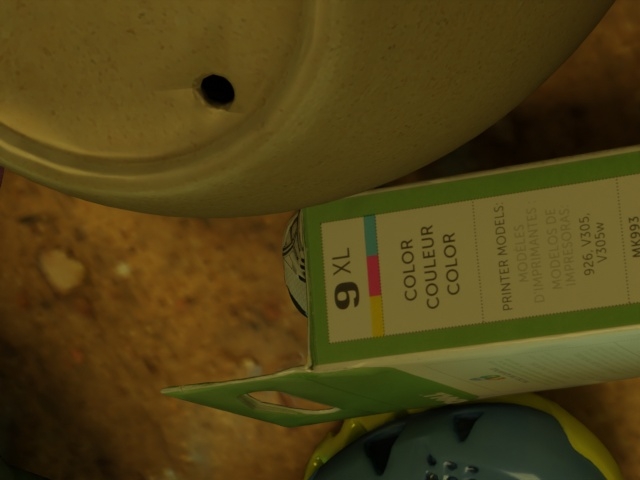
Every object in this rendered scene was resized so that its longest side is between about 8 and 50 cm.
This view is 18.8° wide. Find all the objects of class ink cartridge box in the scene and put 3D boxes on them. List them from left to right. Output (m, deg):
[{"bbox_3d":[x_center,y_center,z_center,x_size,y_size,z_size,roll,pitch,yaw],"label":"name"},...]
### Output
[{"bbox_3d":[0.060,0.017,0.661,0.209,0.109,0.062,-10,76,21],"label":"ink cartridge box"}]

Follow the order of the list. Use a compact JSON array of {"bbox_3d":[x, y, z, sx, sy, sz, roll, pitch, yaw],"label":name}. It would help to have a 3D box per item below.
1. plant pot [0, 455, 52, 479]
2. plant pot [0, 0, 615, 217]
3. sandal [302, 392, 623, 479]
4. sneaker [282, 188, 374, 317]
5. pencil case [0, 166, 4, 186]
[{"bbox_3d":[-0.210,0.164,0.756,0.196,0.293,0.293,13,128,-23],"label":"plant pot"},{"bbox_3d":[-0.039,-0.117,0.560,0.284,0.191,0.284,7,123,12],"label":"plant pot"},{"bbox_3d":[-0.009,0.171,0.770,0.126,0.138,0.317,44,120,-12],"label":"sandal"},{"bbox_3d":[0.000,0.000,0.716,0.032,0.037,0.083,14,126,4],"label":"sneaker"},{"bbox_3d":[-0.221,-0.042,0.725,0.206,0.088,0.086,3,153,13],"label":"pencil case"}]
